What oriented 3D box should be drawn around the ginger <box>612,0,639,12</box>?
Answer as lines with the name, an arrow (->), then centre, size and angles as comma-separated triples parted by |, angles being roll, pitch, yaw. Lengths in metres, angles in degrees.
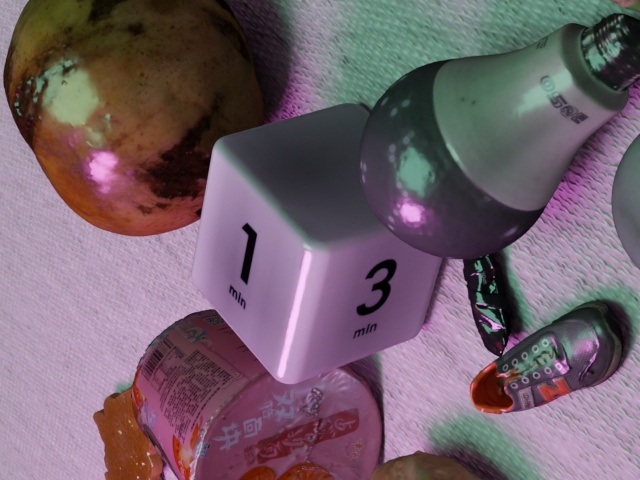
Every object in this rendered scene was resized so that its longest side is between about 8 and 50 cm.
ginger -> 0.194, -0.300, 1.423 | 0.288, 0.075, 0.089 | 57, 139, 29

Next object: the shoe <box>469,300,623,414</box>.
shoe -> 0.212, 0.120, 1.580 | 0.194, 0.077, 0.074 | -42, 69, 55

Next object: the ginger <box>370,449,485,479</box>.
ginger -> 0.140, 0.322, 1.736 | 0.152, 0.138, 0.267 | 85, 160, -44

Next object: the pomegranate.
pomegranate -> -0.209, -0.166, 1.881 | 0.322, 0.322, 0.322 | 30, 128, 46

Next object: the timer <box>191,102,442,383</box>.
timer -> 0.000, 0.000, 1.728 | 0.194, 0.192, 0.195 | 46, 139, 35

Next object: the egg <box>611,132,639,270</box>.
egg -> 0.325, -0.024, 1.261 | 0.231, 0.168, 0.168 | 17, 118, 50

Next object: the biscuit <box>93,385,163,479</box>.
biscuit -> -0.272, 0.286, 2.412 | 0.162, 0.035, 0.250 | 50, 142, 22

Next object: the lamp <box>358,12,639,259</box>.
lamp -> 0.153, -0.112, 1.472 | 0.182, 0.182, 0.314 | 58, 139, 21

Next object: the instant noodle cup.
instant noodle cup -> -0.089, 0.210, 1.936 | 0.231, 0.243, 0.243 | 31, 130, 54

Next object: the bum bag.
bum bag -> 0.165, 0.055, 1.658 | 0.058, 0.034, 0.124 | 166, 87, -71
